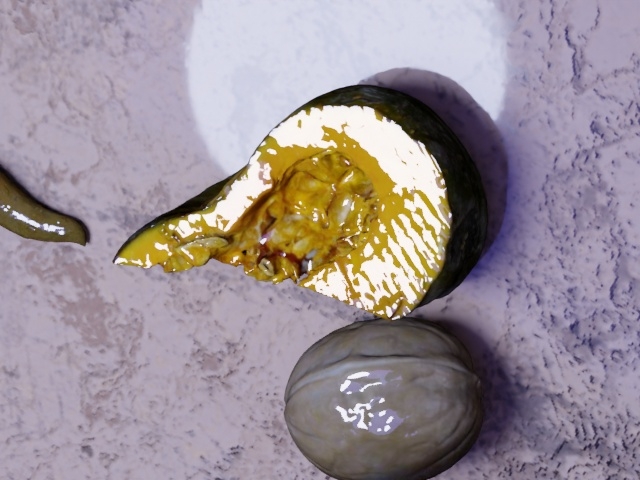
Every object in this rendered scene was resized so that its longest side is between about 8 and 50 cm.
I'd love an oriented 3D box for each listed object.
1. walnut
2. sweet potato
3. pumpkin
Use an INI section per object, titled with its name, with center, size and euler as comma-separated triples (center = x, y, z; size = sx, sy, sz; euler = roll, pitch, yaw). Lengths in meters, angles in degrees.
[walnut]
center = 0.052, 0.132, 1.336
size = 0.162, 0.140, 0.140
euler = -18, 95, 25
[sweet potato]
center = -0.321, -0.052, 1.442
size = 0.250, 0.059, 0.069
euler = 16, 124, 8
[pumpkin]
center = 0.000, 0.000, 1.324
size = 0.280, 0.139, 0.190
euler = -35, 90, 20
